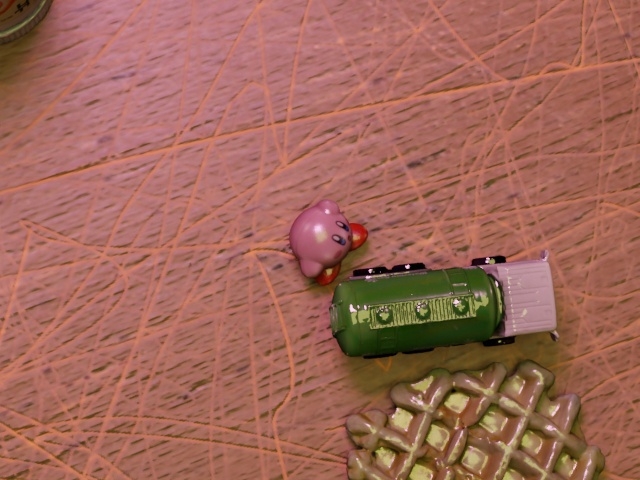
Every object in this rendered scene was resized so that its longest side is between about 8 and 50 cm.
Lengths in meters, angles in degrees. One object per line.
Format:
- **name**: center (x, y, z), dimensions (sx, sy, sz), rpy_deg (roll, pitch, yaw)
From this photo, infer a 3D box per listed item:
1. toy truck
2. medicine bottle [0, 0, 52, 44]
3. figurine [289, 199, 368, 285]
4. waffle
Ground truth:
- **toy truck**: center (0.127, 0.069, 1.498), dimensions (0.243, 0.125, 0.101), rpy_deg (-6, 87, -9)
- **medicine bottle**: center (-0.338, -0.290, 1.360), dimensions (0.158, 0.318, 0.158), rpy_deg (0, 86, -6)
- **figurine**: center (0.000, 0.000, 1.513), dimensions (0.067, 0.071, 0.083), rpy_deg (15, 73, 35)
- **waffle**: center (0.173, 0.285, 1.526), dimensions (0.292, 0.056, 0.309), rpy_deg (-12, 87, -7)
